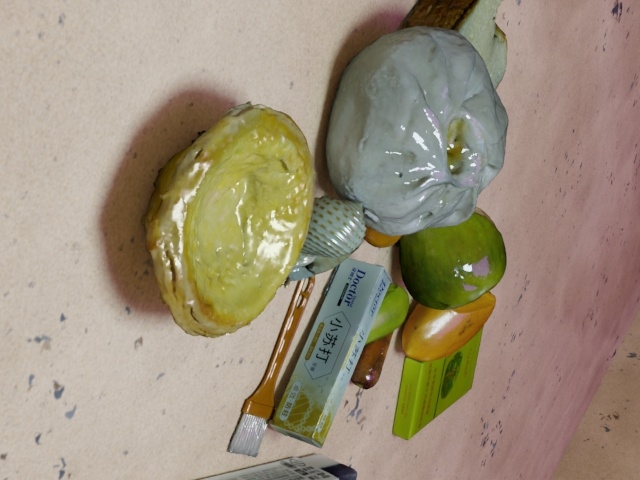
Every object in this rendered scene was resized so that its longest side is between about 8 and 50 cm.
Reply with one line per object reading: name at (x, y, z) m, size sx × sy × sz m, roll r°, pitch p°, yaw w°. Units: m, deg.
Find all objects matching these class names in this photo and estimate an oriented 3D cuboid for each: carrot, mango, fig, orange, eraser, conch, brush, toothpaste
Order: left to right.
eraser at (-0.075, 0.424, 1.633) m, size 0.404 × 0.098 × 0.096 m, roll 11°, pitch 97°, yaw -61°
brush at (-0.068, 0.193, 1.601) m, size 0.090 × 0.017 × 0.314 m, roll 33°, pitch 75°, yaw -61°
conch at (0.000, -0.006, 1.511) m, size 0.135 × 0.153 × 0.102 m, roll 47°, pitch 24°, yaw -59°
toothpaste at (0.021, 0.181, 1.660) m, size 0.313 × 0.089 × 0.071 m, roll -66°, pitch 151°, yaw -18°
carrot at (0.102, 0.202, 1.879) m, size 0.161 × 0.055 × 0.055 m, roll -66°, pitch 152°, yaw -27°
mango at (0.106, 0.139, 1.819) m, size 0.165 × 0.074 × 0.091 m, roll -44°, pitch 143°, yaw -42°
orange at (0.107, -0.027, 1.722) m, size 0.085 × 0.085 × 0.085 m, roll -38°, pitch 137°, yaw -47°
fig at (0.223, -0.018, 1.863) m, size 0.206 × 0.206 × 0.275 m, roll -41°, pitch 113°, yaw -45°
mango at (0.255, 0.160, 2.049) m, size 0.252 × 0.126 × 0.154 m, roll -37°, pitch 157°, yaw -35°

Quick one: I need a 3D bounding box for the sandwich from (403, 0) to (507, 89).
sandwich at (0.254, -0.346, 1.787) m, size 0.249 × 0.095 × 0.273 m, roll -55°, pitch 148°, yaw -29°

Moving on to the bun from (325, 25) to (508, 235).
bun at (0.172, -0.162, 1.580) m, size 0.354 × 0.194 × 0.355 m, roll -19°, pitch 120°, yaw -37°

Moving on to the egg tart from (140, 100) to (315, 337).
egg tart at (-0.126, -0.030, 1.260) m, size 0.315 × 0.120 × 0.315 m, roll -34°, pitch 132°, yaw -48°

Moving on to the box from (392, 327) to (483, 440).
box at (0.268, 0.297, 2.233) m, size 0.335 × 0.047 × 0.187 m, roll -21°, pitch 123°, yaw -55°
